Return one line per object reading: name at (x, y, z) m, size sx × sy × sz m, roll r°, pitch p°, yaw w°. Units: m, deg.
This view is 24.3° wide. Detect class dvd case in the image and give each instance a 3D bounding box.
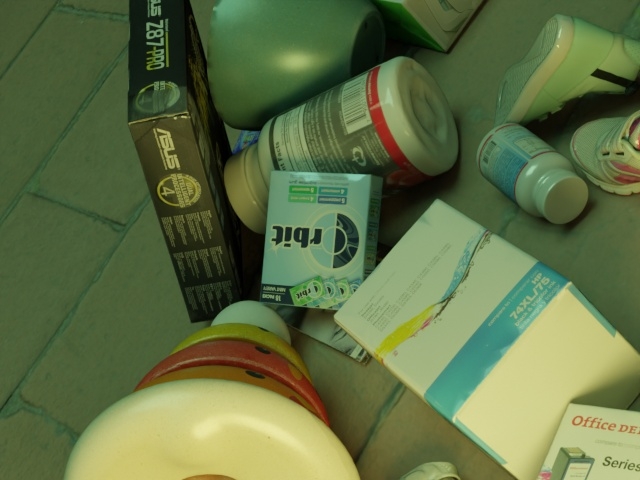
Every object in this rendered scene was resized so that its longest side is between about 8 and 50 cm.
dvd case at (0.040, 0.071, 2.053) m, size 0.164 × 0.018 × 0.221 m, roll -54°, pitch 36°, yaw -10°

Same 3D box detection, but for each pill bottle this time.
pill bottle at (0.022, -0.124, 2.123) m, size 0.319 × 0.176 × 0.176 m, roll -23°, pitch 42°, yaw 29°
pill bottle at (0.273, -0.084, 1.904) m, size 0.087 × 0.087 × 0.160 m, roll -45°, pitch 36°, yaw 3°

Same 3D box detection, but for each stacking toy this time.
stacking toy at (-0.117, 0.214, 1.886) m, size 0.351 × 0.350 × 0.480 m, roll -33°, pitch 23°, yaw 18°

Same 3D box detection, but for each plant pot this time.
plant pot at (-0.016, -0.294, 2.230) m, size 0.195 × 0.290 × 0.290 m, roll 12°, pitch 62°, yaw 23°

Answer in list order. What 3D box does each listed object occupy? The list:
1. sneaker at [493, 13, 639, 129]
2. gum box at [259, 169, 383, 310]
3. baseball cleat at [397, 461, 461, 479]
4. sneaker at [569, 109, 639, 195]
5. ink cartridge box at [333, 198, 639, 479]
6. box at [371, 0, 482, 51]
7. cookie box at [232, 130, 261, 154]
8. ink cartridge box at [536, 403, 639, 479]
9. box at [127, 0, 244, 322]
sneaker at (0.329, -0.195, 1.962) m, size 0.256 × 0.151 × 0.094 m, roll 127°, pitch 153°, yaw -61°
gum box at (0.000, 0.000, 2.008) m, size 0.157 × 0.041 × 0.184 m, roll 5°, pitch 89°, yaw 29°
baseball cleat at (0.147, 0.303, 1.677) m, size 0.206 × 0.072 × 0.109 m, roll 7°, pitch 55°, yaw 44°
sneaker at (0.395, -0.119, 1.792) m, size 0.252 × 0.111 × 0.103 m, roll 13°, pitch 66°, yaw 51°
ink cartridge box at (0.192, 0.119, 1.697) m, size 0.197 × 0.198 × 0.270 m, roll -49°, pitch 36°, yaw -3°
box at (0.154, -0.435, 2.336) m, size 0.231 × 0.127 × 0.262 m, roll -54°, pitch 35°, yaw -7°
cookie box at (-0.082, -0.163, 2.384) m, size 0.107 × 0.040 × 0.091 m, roll -7°, pitch 51°, yaw 42°
ink cartridge box at (0.297, 0.284, 1.523) m, size 0.154 × 0.093 × 0.212 m, roll 3°, pitch 56°, yaw 48°
box at (-0.195, -0.127, 2.168) m, size 0.097 × 0.395 × 0.318 m, roll -8°, pitch 42°, yaw 4°
